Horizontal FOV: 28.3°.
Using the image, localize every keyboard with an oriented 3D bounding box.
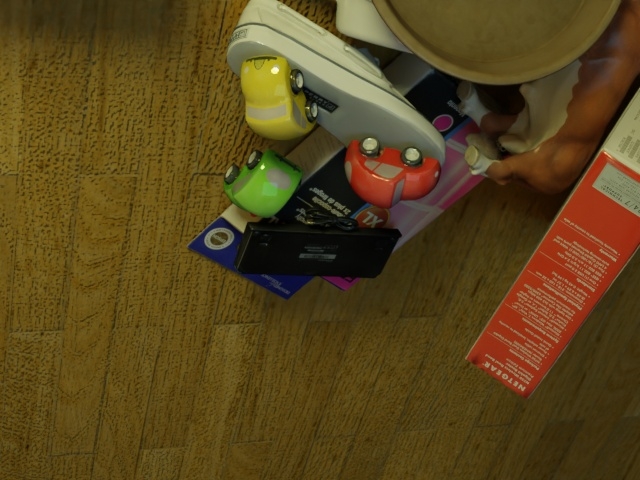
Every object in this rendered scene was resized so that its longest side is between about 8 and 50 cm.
[{"bbox_3d":[0.000,0.000,1.418,0.180,0.023,0.108,2,140,-21],"label":"keyboard"}]

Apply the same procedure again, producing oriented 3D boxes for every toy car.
[{"bbox_3d":[-0.027,-0.071,1.295,0.239,0.053,0.225,32,144,-23],"label":"toy car"}]

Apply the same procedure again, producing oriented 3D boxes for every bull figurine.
[{"bbox_3d":[0.260,-0.184,1.308,0.188,0.101,0.310,7,116,-30],"label":"bull figurine"}]

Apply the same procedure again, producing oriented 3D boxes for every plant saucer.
[{"bbox_3d":[0.156,-0.279,1.156,0.277,0.041,0.278,-1,93,-18],"label":"plant saucer"}]

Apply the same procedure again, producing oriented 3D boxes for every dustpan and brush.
[{"bbox_3d":[0.039,-0.227,1.231,0.211,0.147,0.060,13,102,-7],"label":"dustpan and brush"}]

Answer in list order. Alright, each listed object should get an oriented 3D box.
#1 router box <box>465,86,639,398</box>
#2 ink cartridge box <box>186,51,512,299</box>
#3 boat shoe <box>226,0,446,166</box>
[{"bbox_3d":[0.308,-0.033,1.380,0.082,0.335,0.301,33,128,8],"label":"router box"},{"bbox_3d":[0.037,-0.053,1.439,0.371,0.069,0.175,-39,134,23],"label":"ink cartridge box"},{"bbox_3d":[0.028,-0.159,1.272,0.258,0.084,0.095,33,145,-25],"label":"boat shoe"}]
